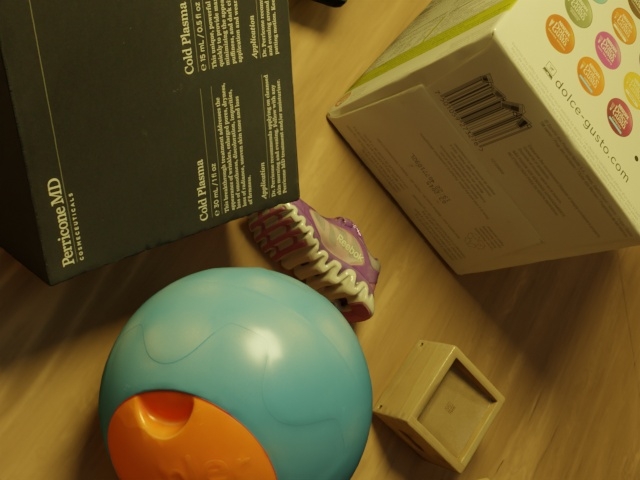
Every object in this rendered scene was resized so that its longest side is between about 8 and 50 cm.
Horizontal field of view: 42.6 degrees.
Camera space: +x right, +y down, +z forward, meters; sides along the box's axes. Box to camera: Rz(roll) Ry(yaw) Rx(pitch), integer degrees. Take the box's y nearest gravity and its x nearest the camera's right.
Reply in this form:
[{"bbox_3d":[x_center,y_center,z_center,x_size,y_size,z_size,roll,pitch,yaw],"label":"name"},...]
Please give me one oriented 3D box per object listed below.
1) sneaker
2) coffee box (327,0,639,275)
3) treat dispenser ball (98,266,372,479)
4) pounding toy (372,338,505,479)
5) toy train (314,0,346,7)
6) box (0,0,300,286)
[{"bbox_3d":[0.000,0.000,1.097,0.236,0.095,0.104,48,52,-22],"label":"sneaker"},{"bbox_3d":[0.292,-0.197,1.175,0.337,0.338,0.334,49,58,-16],"label":"coffee box"},{"bbox_3d":[-0.088,0.171,0.877,0.288,0.288,0.288,7,76,-32],"label":"treat dispenser ball"},{"bbox_3d":[0.158,0.277,1.146,0.181,0.094,0.206,46,69,-23],"label":"pounding toy"},{"bbox_3d":[-0.065,-0.437,1.082,0.334,0.190,0.142,10,34,-28],"label":"toy train"},{"bbox_3d":[-0.203,-0.177,0.858,0.313,0.179,0.343,-21,121,-36],"label":"box"}]
